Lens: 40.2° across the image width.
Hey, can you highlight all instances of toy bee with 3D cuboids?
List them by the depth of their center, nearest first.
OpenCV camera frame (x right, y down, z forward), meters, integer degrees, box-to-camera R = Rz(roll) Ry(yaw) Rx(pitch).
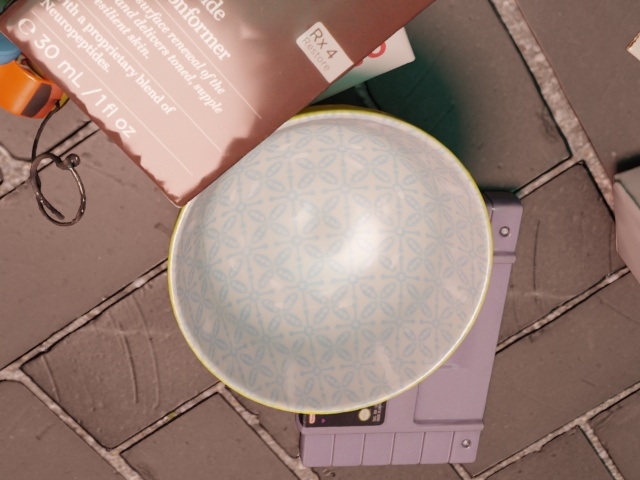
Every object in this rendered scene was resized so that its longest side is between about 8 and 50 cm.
[{"bbox_3d":[-0.282,-0.165,0.783,0.195,0.162,0.298,-14,108,34],"label":"toy bee"}]

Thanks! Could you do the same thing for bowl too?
[{"bbox_3d":[0.000,0.000,0.825,0.289,0.156,0.289,-4,113,-9],"label":"bowl"}]

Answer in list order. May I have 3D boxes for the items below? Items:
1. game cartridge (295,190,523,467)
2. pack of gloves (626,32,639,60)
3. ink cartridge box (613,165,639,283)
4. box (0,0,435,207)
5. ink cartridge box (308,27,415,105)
[{"bbox_3d":[0.092,0.112,1.009,0.230,0.068,0.355,-2,117,-12],"label":"game cartridge"},{"bbox_3d":[0.471,-0.203,0.913,0.232,0.046,0.195,34,106,-22],"label":"pack of gloves"},{"bbox_3d":[0.494,-0.009,0.904,0.307,0.223,0.129,-19,132,1],"label":"ink cartridge box"},{"bbox_3d":[-0.026,-0.221,0.641,0.381,0.143,0.191,-39,116,8],"label":"box"},{"bbox_3d":[-0.064,-0.258,0.762,0.211,0.121,0.289,-23,118,3],"label":"ink cartridge box"}]
